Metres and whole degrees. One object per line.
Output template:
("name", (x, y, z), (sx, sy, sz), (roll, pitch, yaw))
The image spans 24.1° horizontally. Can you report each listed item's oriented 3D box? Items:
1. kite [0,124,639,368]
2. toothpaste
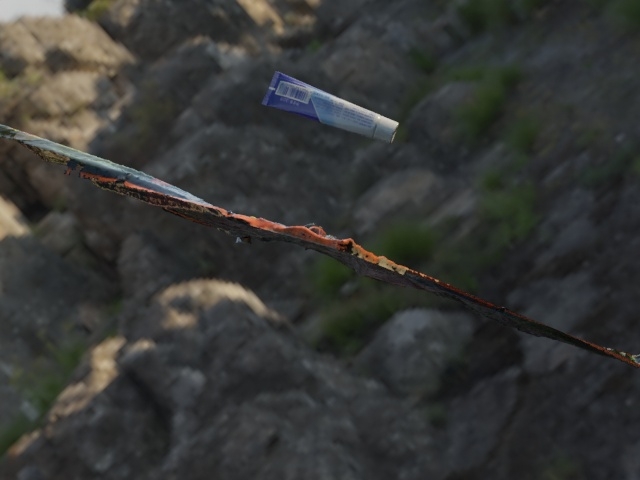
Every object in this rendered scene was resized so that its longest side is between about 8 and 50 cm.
("kite", (0.000, 0.000, 0.575), (0.234, 0.321, 0.016), (172, 116, -82))
("toothpaste", (0.007, -0.081, 0.921), (0.015, 0.083, 0.024), (97, -167, -73))
